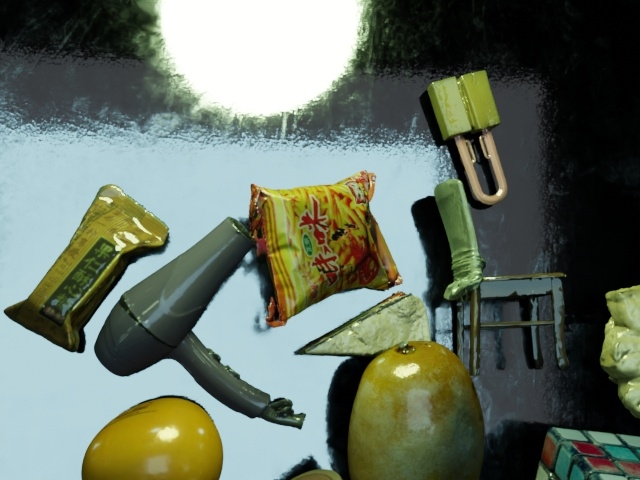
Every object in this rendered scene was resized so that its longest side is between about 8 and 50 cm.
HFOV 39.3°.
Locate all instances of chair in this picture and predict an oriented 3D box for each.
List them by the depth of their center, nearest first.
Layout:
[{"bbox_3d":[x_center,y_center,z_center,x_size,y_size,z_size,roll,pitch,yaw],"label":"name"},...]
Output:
[{"bbox_3d":[0.295,0.059,1.487,0.186,0.160,0.319,-3,83,-3],"label":"chair"}]

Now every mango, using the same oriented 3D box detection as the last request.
[{"bbox_3d":[0.153,0.339,1.399,0.221,0.199,0.384,-15,100,-36],"label":"mango"}]

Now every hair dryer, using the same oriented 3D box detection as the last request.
[{"bbox_3d":[-0.143,0.170,1.428,0.301,0.121,0.361,-43,104,6],"label":"hair dryer"}]

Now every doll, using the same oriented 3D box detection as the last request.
[{"bbox_3d":[-0.238,0.364,1.344,0.213,0.213,0.236,-24,94,-11],"label":"doll"}]

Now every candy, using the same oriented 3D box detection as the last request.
[{"bbox_3d":[-0.362,0.044,1.421,0.143,0.101,0.271,33,72,4],"label":"candy"}]

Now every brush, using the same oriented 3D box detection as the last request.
[{"bbox_3d":[0.270,-0.174,1.570,0.103,0.047,0.233,-16,86,-10],"label":"brush"}]

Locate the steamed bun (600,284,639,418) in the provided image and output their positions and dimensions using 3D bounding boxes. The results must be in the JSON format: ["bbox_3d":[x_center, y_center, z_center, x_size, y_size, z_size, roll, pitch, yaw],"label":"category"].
[{"bbox_3d":[0.603,0.176,1.526,0.295,0.137,0.292,31,83,5],"label":"steamed bun"}]

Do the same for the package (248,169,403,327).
[{"bbox_3d":[0.001,0.007,1.446,0.288,0.108,0.223,-11,88,-37],"label":"package"}]

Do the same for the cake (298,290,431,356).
[{"bbox_3d":[0.078,0.136,1.474,0.220,0.086,0.116,4,82,-8],"label":"cake"}]

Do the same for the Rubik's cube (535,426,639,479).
[{"bbox_3d":[0.490,0.479,1.349,0.292,0.287,0.293,8,102,-7],"label":"Rubik's cube"}]

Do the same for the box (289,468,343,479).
[{"bbox_3d":[-0.033,0.513,1.316,0.301,0.301,0.216,-34,95,-11],"label":"box"}]
